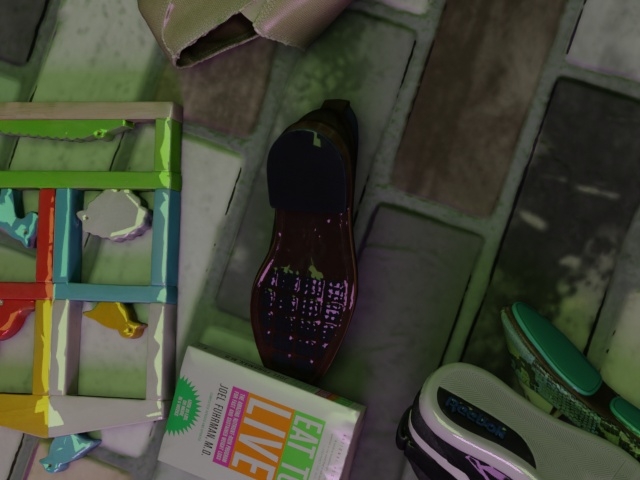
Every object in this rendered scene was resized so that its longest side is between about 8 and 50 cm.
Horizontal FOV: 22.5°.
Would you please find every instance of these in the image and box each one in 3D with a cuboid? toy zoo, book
[{"bbox_3d":[-0.207,0.037,1.275,0.192,0.030,0.293,2,87,14],"label":"toy zoo"},{"bbox_3d":[-0.044,0.145,1.220,0.144,0.035,0.096,19,104,17],"label":"book"}]

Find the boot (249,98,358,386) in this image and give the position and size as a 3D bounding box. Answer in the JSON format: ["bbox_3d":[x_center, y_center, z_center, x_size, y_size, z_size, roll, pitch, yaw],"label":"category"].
[{"bbox_3d":[0.000,0.000,1.213,0.082,0.106,0.219,12,118,10],"label":"boot"}]

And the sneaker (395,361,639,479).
[{"bbox_3d":[0.152,0.178,1.145,0.217,0.121,0.079,38,62,7],"label":"sneaker"}]

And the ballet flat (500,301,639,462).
[{"bbox_3d":[0.189,0.126,1.161,0.188,0.070,0.070,43,97,16],"label":"ballet flat"}]

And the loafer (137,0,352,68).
[{"bbox_3d":[-0.013,-0.191,1.211,0.268,0.102,0.092,-11,86,22],"label":"loafer"}]
